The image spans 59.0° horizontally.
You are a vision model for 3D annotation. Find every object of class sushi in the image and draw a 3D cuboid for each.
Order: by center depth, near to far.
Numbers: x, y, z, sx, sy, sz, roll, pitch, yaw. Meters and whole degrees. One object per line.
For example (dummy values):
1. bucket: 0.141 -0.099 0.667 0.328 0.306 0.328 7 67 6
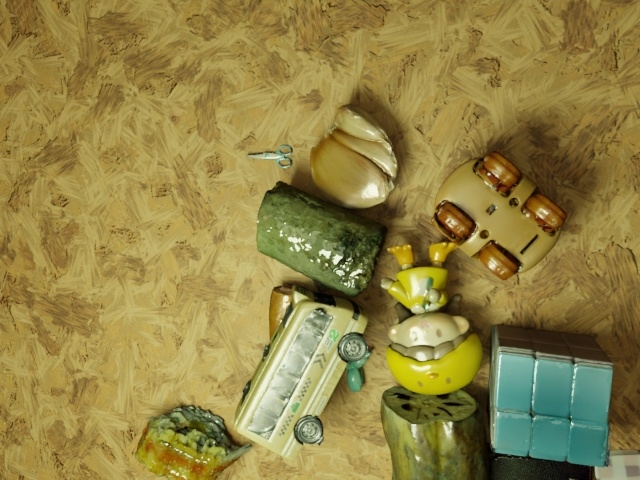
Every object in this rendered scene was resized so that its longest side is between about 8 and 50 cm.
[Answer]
1. sushi: -0.332 0.540 1.465 0.274 0.184 0.139 25 105 5

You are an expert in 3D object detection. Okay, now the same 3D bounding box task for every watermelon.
1. watermelon: 0.000 0.092 1.400 0.085 0.061 0.085 1 102 6

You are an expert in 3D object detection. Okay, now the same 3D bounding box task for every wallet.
1. wallet: 0.503 0.594 1.331 0.263 0.071 0.220 -1 94 7

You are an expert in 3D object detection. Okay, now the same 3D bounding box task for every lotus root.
1. lotus root: 0.259 0.517 1.294 0.251 0.250 0.345 -1 94 13

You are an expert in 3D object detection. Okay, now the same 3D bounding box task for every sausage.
1. sausage: -0.078 0.245 1.410 0.109 0.109 0.270 -2 95 13

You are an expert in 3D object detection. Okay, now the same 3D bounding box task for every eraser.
1. eraser: 0.685 0.517 1.299 0.105 0.026 0.064 -7 97 14

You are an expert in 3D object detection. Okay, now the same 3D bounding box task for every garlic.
1. garlic: 0.087 -0.177 1.335 0.228 0.110 0.217 48 115 16

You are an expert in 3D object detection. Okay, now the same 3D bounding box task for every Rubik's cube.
1. Rubik's cube: 0.486 0.324 1.227 0.225 0.221 0.230 3 96 14

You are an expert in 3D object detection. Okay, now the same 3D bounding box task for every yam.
1. yam: 0.000 0.000 1.323 0.300 0.195 0.195 25 100 11

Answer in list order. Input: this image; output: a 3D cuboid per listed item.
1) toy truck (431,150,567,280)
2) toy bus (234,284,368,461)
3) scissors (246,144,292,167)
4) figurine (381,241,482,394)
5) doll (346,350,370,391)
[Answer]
1. toy truck: 0.385 -0.048 1.222 0.288 0.211 0.204 40 102 3
2. toy bus: -0.042 0.288 1.282 0.202 0.177 0.365 27 92 -6
3. scissors: -0.129 -0.213 1.426 0.119 0.014 0.058 4 92 10
4. figurine: 0.253 0.178 1.293 0.215 0.187 0.343 -5 87 23
5. doll: 0.043 0.288 1.411 0.160 0.059 0.158 16 101 13
